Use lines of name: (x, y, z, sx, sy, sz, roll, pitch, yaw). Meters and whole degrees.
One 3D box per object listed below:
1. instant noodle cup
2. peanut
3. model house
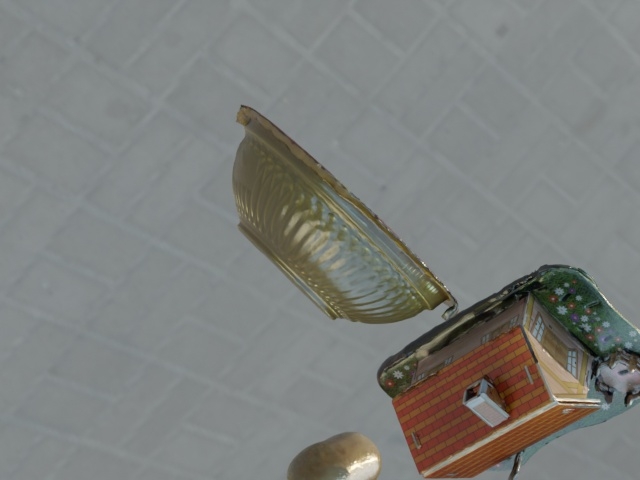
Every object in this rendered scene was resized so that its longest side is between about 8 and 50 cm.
instant noodle cup: (0.000, 0.000, 1.383, 0.091, 0.274, 0.274, -46, 144, -3)
peanut: (0.017, 0.270, 1.798, 0.152, 0.076, 0.076, -11, 133, -54)
model house: (0.207, 0.185, 1.641, 0.207, 0.154, 0.294, 44, 126, -16)
